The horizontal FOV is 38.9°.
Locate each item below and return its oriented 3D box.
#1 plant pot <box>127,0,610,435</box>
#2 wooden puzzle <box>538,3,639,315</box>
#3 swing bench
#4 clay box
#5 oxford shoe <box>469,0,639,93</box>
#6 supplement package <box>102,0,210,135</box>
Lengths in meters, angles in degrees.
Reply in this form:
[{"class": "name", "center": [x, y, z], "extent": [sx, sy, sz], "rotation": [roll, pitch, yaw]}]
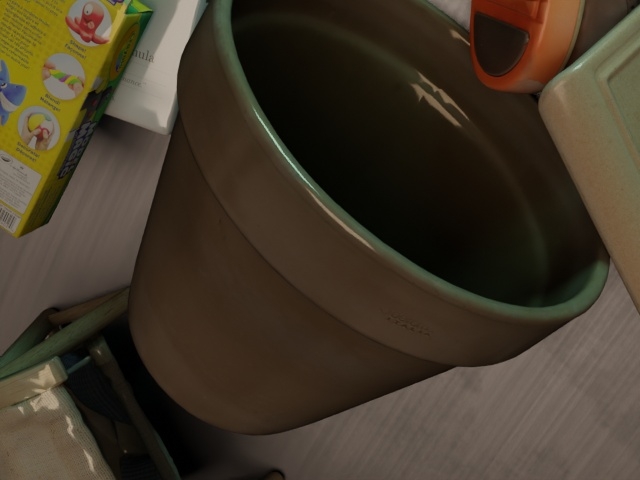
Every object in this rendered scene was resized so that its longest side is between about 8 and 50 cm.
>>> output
[{"class": "plant pot", "center": [0.000, 0.000, 0.678], "extent": [0.323, 0.323, 0.280], "rotation": [40, 126, -1]}, {"class": "wooden puzzle", "center": [0.272, -0.075, 0.642], "extent": [0.238, 0.044, 0.221], "rotation": [-39, 109, -21]}, {"class": "swing bench", "center": [-0.181, 0.190, 0.776], "extent": [0.165, 0.255, 0.253], "rotation": [-21, 100, 17]}, {"class": "clay box", "center": [-0.214, -0.128, 0.655], "extent": [0.127, 0.053, 0.222], "rotation": [34, 110, 3]}, {"class": "oxford shoe", "center": [0.207, -0.281, 0.648], "extent": [0.132, 0.130, 0.364], "rotation": [6, 104, -22]}, {"class": "supplement package", "center": [-0.127, -0.227, 0.707], "extent": [0.139, 0.134, 0.244], "rotation": [20, 109, 7]}]
